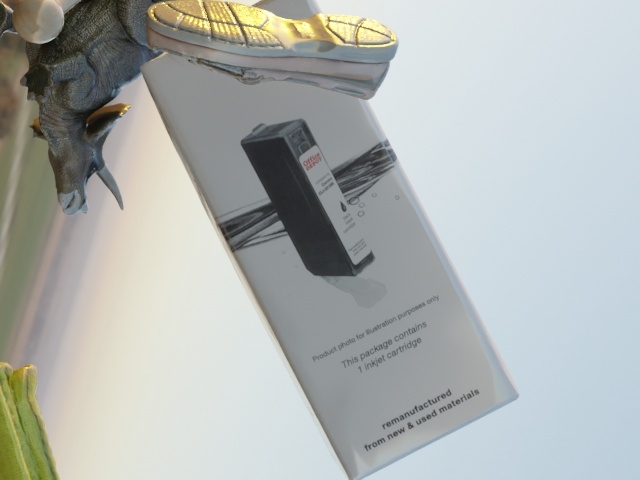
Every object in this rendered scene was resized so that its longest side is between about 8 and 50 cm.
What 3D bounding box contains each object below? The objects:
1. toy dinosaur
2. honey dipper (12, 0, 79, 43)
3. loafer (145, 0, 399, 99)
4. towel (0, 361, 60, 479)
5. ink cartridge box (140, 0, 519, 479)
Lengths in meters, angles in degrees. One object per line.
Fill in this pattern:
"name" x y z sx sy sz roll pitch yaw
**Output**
"toy dinosaur" -0.177 -0.179 1.120 0.313 0.121 0.160 -56 158 7
"honey dipper" -0.078 -0.117 0.529 0.161 0.030 0.030 -56 172 -51
"loafer" -0.024 -0.088 0.645 0.045 0.125 0.039 -110 -152 -50
"towel" -0.156 0.110 0.383 0.021 0.237 0.102 -15 86 -60
"ink cartridge box" 0.000 0.000 0.844 0.273 0.114 0.197 64 -4 4
